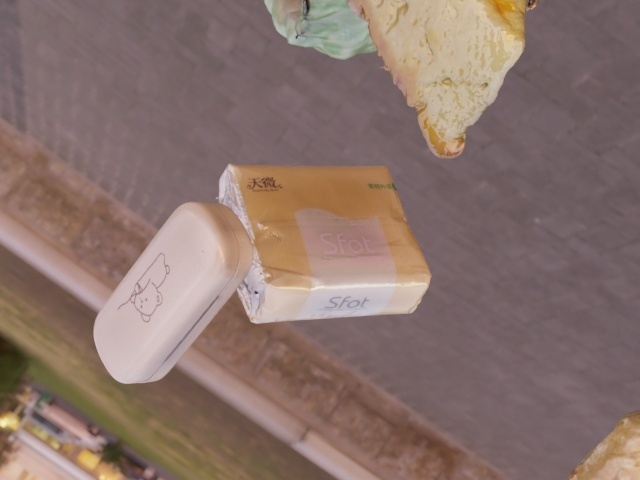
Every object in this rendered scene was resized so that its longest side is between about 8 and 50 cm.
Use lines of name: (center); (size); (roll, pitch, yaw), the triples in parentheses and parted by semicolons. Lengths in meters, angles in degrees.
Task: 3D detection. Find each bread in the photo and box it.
bread: (0.077, -0.103, 0.538); (0.084, 0.080, 0.109); (-53, 55, 47)

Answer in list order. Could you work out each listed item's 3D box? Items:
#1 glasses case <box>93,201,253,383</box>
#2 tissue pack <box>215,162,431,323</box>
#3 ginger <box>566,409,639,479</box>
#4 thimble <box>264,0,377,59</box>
glasses case: (-0.134, 0.048, 1.036); (0.050, 0.196, 0.083); (2, -134, -48)
tissue pack: (0.000, 0.000, 1.341); (0.222, 0.186, 0.090); (1, 145, -28)
ginger: (0.106, 0.315, 0.837); (0.122, 0.363, 0.348); (-136, 31, -64)
thimble: (0.020, -0.230, 0.760); (0.219, 0.150, 0.219); (163, 90, -75)
